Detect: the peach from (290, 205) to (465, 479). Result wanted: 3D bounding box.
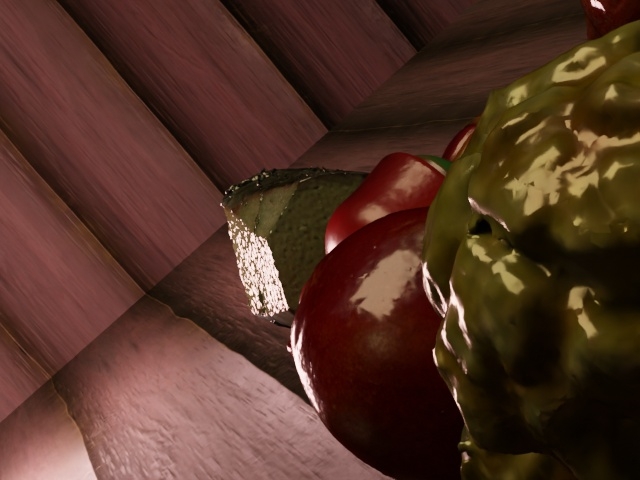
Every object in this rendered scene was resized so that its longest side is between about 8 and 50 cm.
[{"bbox_3d":[0.097,0.076,1.175,0.243,0.243,0.199,-125,58,-80],"label":"peach"}]

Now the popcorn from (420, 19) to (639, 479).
[{"bbox_3d":[0.196,0.020,0.907,0.335,0.274,0.279,-23,-29,10],"label":"popcorn"}]

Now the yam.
[{"bbox_3d":[0.005,0.002,1.936,0.201,0.202,0.271,-15,3,-6],"label":"yam"}]

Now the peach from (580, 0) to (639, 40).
[{"bbox_3d":[0.345,-0.265,1.605,0.256,0.232,0.232,-45,6,30],"label":"peach"}]

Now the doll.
[{"bbox_3d":[0.095,-0.003,1.723,0.363,0.160,0.183,-45,13,-22],"label":"doll"}]
